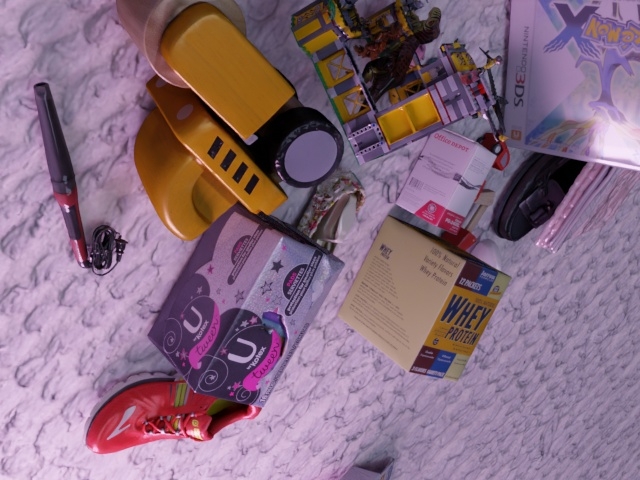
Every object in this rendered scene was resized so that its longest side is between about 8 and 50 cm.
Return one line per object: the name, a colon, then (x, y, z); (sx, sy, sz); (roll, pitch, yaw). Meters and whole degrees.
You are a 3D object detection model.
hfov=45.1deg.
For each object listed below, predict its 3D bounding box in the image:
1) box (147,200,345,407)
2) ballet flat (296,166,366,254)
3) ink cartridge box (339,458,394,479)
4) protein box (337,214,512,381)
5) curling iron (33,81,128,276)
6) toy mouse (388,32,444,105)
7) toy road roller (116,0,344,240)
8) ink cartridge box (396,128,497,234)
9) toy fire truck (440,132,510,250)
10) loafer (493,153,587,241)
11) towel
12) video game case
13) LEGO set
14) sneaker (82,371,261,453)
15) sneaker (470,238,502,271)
box: (-0.110, 0.088, 1.115); (0.142, 0.163, 0.247); (24, 97, -44)
ballet flat: (0.000, 0.000, 1.211); (0.091, 0.077, 0.241); (13, 105, -41)
ink cartridge box: (0.020, 0.624, 1.532); (0.330, 0.071, 0.324); (-24, 131, -61)
protein box: (0.173, 0.097, 1.309); (0.136, 0.200, 0.201); (18, 101, -42)
curling iron: (-0.309, -0.072, 0.969); (0.068, 0.035, 0.274); (-31, 129, -26)
toy mouse: (0.163, -0.269, 1.221); (0.143, 0.031, 0.161); (-52, 133, -3)
toy road roller: (-0.151, -0.151, 0.941); (0.240, 0.202, 0.329); (-41, 133, 3)
ink cartridge box: (0.210, -0.102, 1.292); (0.063, 0.109, 0.150); (20, 100, -41)
toy fire truck: (0.280, -0.086, 1.396); (0.192, 0.047, 0.135); (-47, 133, -8)
loafer: (0.453, -0.117, 1.475); (0.302, 0.095, 0.109); (-52, 134, -3)
towel: (0.572, -0.137, 1.482); (0.317, 0.053, 0.331); (-21, 144, -48)
video game case: (0.463, -0.267, 1.256); (0.036, 0.329, 0.299); (-39, 135, -44)
LEGO set: (0.135, -0.240, 0.996); (0.331, 0.192, 0.254); (-11, 79, -60)
sneaker: (-0.213, 0.259, 1.160); (0.279, 0.118, 0.107); (-14, 120, -31)
sneaker: (0.273, 0.094, 1.474); (0.094, 0.080, 0.212); (10, 109, -28)
